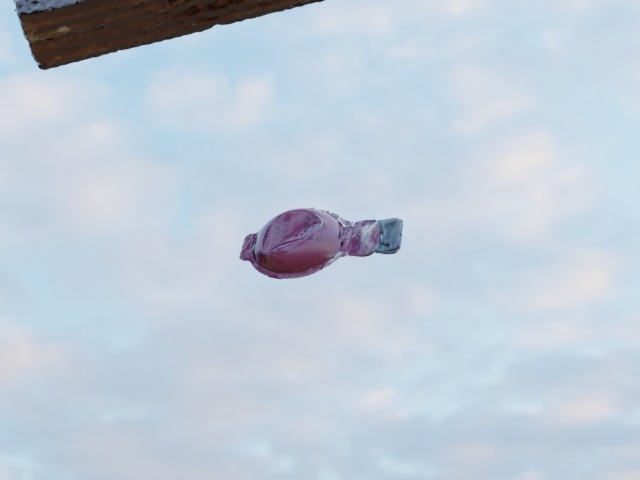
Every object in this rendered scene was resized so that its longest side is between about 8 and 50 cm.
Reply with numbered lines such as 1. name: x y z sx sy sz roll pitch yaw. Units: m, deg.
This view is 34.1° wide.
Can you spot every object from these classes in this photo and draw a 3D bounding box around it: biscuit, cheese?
1. biscuit: -0.091 -0.258 0.969 0.388 0.107 0.073 -16 -36 -6
2. cheese: 0.000 0.000 0.913 0.145 0.095 0.038 -4 -49 14
